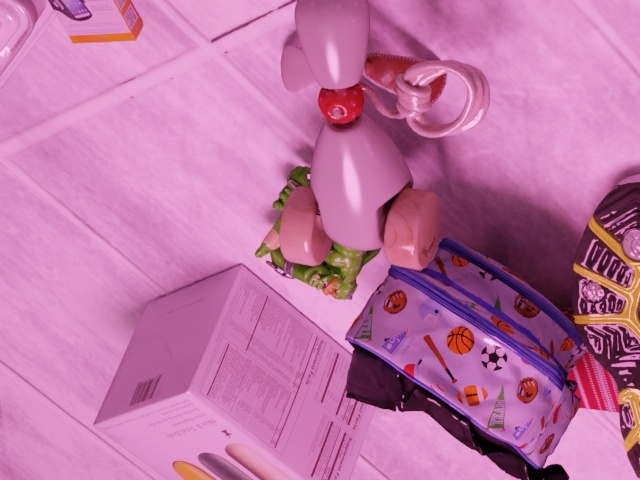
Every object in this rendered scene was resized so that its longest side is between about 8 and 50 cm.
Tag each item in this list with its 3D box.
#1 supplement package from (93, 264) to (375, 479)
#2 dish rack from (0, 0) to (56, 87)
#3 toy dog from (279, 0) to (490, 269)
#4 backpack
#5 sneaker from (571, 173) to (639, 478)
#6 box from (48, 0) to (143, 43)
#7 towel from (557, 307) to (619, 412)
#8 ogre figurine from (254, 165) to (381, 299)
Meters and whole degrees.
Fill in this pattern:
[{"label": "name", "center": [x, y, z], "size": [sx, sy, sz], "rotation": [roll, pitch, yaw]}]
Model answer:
[{"label": "supplement package", "center": [-0.099, 0.204, 2.232], "size": [0.263, 0.198, 0.199], "rotation": [40, 141, -25]}, {"label": "dish rack", "center": [-0.470, -0.267, 1.913], "size": [0.333, 0.072, 0.285], "rotation": [31, 143, -15]}, {"label": "toy dog", "center": [0.049, -0.119, 1.803], "size": [0.220, 0.161, 0.333], "rotation": [22, 131, 4]}, {"label": "backpack", "center": [0.157, 0.125, 1.912], "size": [0.276, 0.213, 0.263], "rotation": [27, -179, 21]}, {"label": "sneaker", "center": [0.367, 0.091, 1.902], "size": [0.145, 0.147, 0.384], "rotation": [3, 123, 29]}, {"label": "box", "center": [-0.246, -0.261, 1.838], "size": [0.081, 0.028, 0.136], "rotation": [1, 138, 27]}, {"label": "towel", "center": [0.263, 0.134, 2.094], "size": [0.275, 0.031, 0.199], "rotation": [5, 144, 25]}, {"label": "ogre figurine", "center": [0.000, 0.000, 2.006], "size": [0.118, 0.097, 0.197], "rotation": [35, 131, 11]}]
